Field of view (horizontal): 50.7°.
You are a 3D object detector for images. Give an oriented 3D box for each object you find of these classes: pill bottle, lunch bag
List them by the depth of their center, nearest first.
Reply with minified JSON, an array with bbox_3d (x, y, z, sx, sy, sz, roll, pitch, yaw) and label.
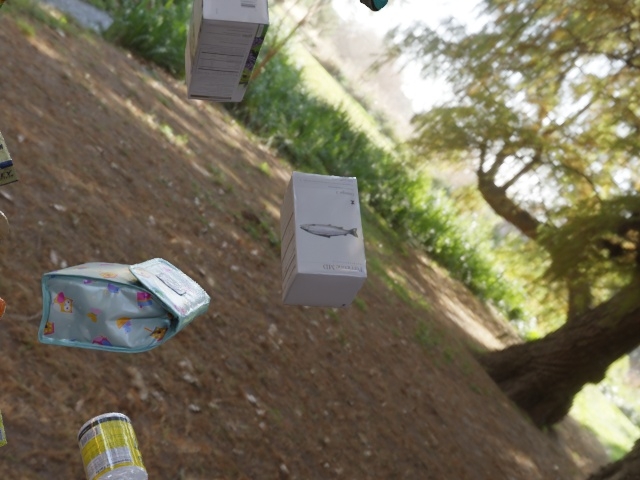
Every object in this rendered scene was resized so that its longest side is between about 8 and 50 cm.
[{"bbox_3d":[-0.354,0.118,1.265,0.263,0.160,0.223,3,4,4],"label":"lunch bag"},{"bbox_3d":[-0.432,0.478,1.419,0.119,0.119,0.208,36,14,-46],"label":"pill bottle"}]

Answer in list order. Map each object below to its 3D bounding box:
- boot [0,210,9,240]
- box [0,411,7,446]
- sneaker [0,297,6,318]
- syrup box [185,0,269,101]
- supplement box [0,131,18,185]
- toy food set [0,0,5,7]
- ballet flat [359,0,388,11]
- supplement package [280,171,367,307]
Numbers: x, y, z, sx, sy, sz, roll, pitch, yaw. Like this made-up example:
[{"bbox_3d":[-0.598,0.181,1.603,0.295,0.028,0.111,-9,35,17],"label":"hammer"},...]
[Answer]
[{"bbox_3d":[-0.687,-0.107,1.161,0.295,0.104,0.211,27,12,-37],"label":"boot"},{"bbox_3d":[-0.850,0.452,1.593,0.058,0.232,0.087,-15,98,-68],"label":"box"},{"bbox_3d":[-0.926,0.220,1.824,0.064,0.175,0.067,50,-3,0],"label":"sneaker"},{"bbox_3d":[-0.149,-0.308,1.034,0.237,0.096,0.093,134,-46,-68],"label":"syrup box"},{"bbox_3d":[-0.551,-0.142,1.130,0.083,0.056,0.083,65,-22,8],"label":"supplement box"},{"bbox_3d":[-0.377,-0.271,0.633,0.218,0.071,0.128,11,18,-32],"label":"toy food set"},{"bbox_3d":[0.083,-0.530,1.283,0.068,0.072,0.213,38,-18,30],"label":"ballet flat"},{"bbox_3d":[0.000,0.000,1.019,0.105,0.105,0.179,5,57,-15],"label":"supplement package"}]
